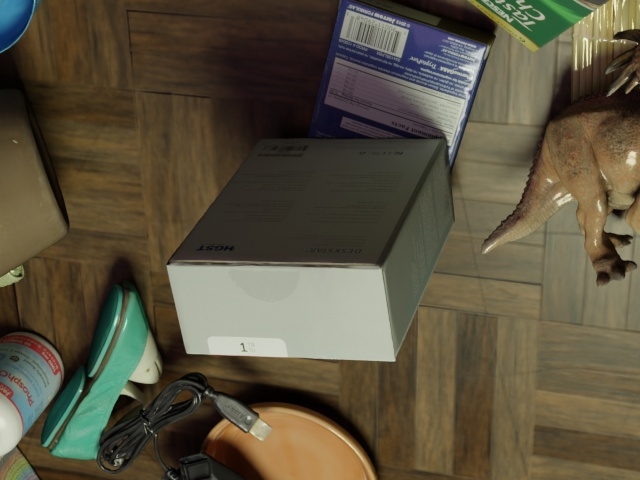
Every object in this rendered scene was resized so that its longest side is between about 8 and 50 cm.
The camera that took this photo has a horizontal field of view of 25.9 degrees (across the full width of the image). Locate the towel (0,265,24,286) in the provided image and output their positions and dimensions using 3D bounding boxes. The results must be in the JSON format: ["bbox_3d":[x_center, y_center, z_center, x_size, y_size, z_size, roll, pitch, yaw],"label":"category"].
[{"bbox_3d":[-0.388,-0.002,1.465,0.110,0.027,0.148,-25,108,28],"label":"towel"}]

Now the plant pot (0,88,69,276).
[{"bbox_3d":[-0.368,-0.040,1.318,0.229,0.263,0.263,-19,114,-6],"label":"plant pot"}]

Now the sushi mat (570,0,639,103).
[{"bbox_3d":[0.284,-0.170,1.159,0.151,0.019,0.316,4,118,17],"label":"sushi mat"}]

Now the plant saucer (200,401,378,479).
[{"bbox_3d":[-0.031,0.252,1.481,0.200,0.037,0.200,8,119,15],"label":"plant saucer"}]

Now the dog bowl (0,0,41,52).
[{"bbox_3d":[-0.381,-0.244,1.304,0.297,0.074,0.166,-11,113,24],"label":"dog bowl"}]

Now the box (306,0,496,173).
[{"bbox_3d":[0.060,-0.103,1.258,0.136,0.036,0.225,20,122,7],"label":"box"}]

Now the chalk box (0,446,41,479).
[{"bbox_3d":[-0.424,0.271,1.564,0.132,0.132,0.213,-23,107,27],"label":"chalk box"}]

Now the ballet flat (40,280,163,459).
[{"bbox_3d":[-0.215,0.141,1.467,0.087,0.083,0.247,17,125,-20],"label":"ballet flat"}]

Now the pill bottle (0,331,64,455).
[{"bbox_3d":[-0.340,0.171,1.464,0.087,0.160,0.087,8,120,14],"label":"pill bottle"}]

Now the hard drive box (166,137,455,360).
[{"bbox_3d":[0.000,0.000,1.177,0.181,0.232,0.089,1,119,19],"label":"hard drive box"}]

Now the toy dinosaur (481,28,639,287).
[{"bbox_3d":[0.251,-0.084,1.140,0.296,0.127,0.200,-18,103,40],"label":"toy dinosaur"}]

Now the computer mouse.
[{"bbox_3d":[-0.090,0.249,1.449,0.262,0.060,0.184,44,119,-1],"label":"computer mouse"}]

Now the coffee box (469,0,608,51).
[{"bbox_3d":[0.165,-0.213,1.092,0.113,0.184,0.040,38,80,-6],"label":"coffee box"}]
